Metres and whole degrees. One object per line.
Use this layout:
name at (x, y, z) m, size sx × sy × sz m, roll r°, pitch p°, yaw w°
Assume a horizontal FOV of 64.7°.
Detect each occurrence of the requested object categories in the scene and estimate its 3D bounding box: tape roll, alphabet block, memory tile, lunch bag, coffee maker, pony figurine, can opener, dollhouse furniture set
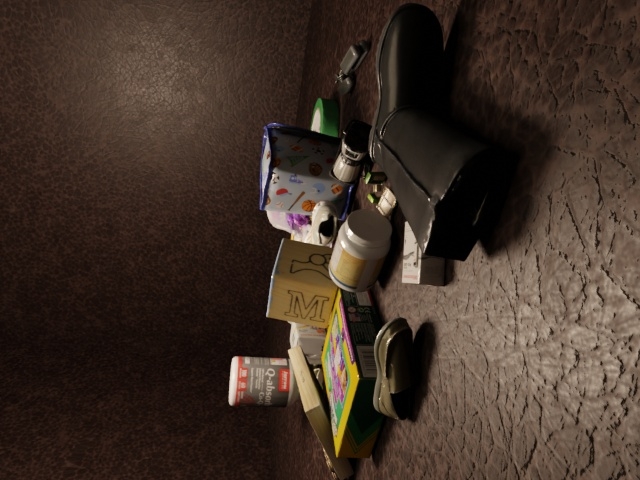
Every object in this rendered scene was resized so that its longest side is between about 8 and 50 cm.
tape roll at (0.011, -0.465, 2.251) m, size 0.321 × 0.077 × 0.322 m, roll -175°, pitch 90°, yaw -79°
alphabet block at (-0.049, 0.133, 1.590) m, size 0.192 × 0.197 × 0.194 m, roll -78°, pitch 0°, yaw -50°
memory tile at (0.049, 0.726, 1.573) m, size 0.113 × 0.012 × 0.148 m, roll -137°, pitch 22°, yaw -80°
lunch bag at (-0.056, -0.287, 1.871) m, size 0.386 × 0.327 × 0.239 m, roll -96°, pitch 20°, yaw -50°
coffee maker at (0.104, -0.292, 1.593) m, size 0.178 × 0.120 × 0.171 m, roll 113°, pitch 159°, yaw -57°
pony figurine at (-0.048, -0.047, 2.000) m, size 0.363 × 0.302 × 0.351 m, roll -130°, pitch 34°, yaw -55°
can opener at (0.117, -0.626, 1.835) m, size 0.093 × 0.074 × 0.280 m, roll 59°, pitch 167°, yaw 3°
dollhouse furniture set at (0.181, -0.127, 1.385) m, size 0.152 × 0.058 × 0.076 m, roll 59°, pitch 140°, yaw 39°

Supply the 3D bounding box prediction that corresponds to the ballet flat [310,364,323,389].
ballet flat at (-0.024, 0.530, 2.088) m, size 0.077 × 0.077 × 0.231 m, roll -47°, pitch 37°, yaw 38°

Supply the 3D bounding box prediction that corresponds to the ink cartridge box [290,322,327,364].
ink cartridge box at (-0.050, 0.408, 2.085) m, size 0.176 × 0.128 × 0.128 m, roll -113°, pitch 30°, yaw -65°

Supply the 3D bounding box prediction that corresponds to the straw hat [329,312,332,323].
straw hat at (0.013, 0.259, 1.981) m, size 0.061 × 0.144 × 0.145 m, roll -41°, pitch -19°, yaw -35°

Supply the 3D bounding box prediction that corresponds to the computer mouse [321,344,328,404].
computer mouse at (0.045, 0.474, 1.739) m, size 0.272 × 0.072 × 0.189 m, roll -121°, pitch 28°, yaw -88°

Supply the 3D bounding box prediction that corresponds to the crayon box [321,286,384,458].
crayon box at (0.094, 0.360, 1.425) m, size 0.363 × 0.105 × 0.313 m, roll -101°, pitch 18°, yaw -56°

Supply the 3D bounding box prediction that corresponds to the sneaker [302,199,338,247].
sneaker at (0.000, 0.000, 1.750) m, size 0.121 × 0.099 × 0.263 m, roll -116°, pitch 33°, yaw -63°

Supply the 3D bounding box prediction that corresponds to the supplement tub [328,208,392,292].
supplement tub at (0.109, 0.029, 1.374) m, size 0.144 × 0.144 × 0.200 m, roll -96°, pitch 16°, yaw -44°

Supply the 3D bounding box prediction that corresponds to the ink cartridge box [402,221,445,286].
ink cartridge box at (0.215, 0.025, 1.054) m, size 0.099 × 0.056 × 0.136 m, roll 163°, pitch 112°, yaw -77°

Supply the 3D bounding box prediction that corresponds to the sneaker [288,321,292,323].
sneaker at (-0.097, 0.252, 2.356) m, size 0.210 × 0.137 × 0.366 m, roll -112°, pitch 31°, yaw -72°

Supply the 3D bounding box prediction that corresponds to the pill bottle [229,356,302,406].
pill bottle at (-0.213, 0.622, 2.219) m, size 0.210 × 0.362 × 0.211 m, roll -176°, pitch 90°, yaw -80°

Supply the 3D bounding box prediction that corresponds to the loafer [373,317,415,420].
loafer at (0.177, 0.289, 1.119) m, size 0.087 × 0.094 × 0.251 m, roll 28°, pitch 126°, yaw 51°

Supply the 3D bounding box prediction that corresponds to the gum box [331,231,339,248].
gum box at (0.083, 0.050, 1.711) m, size 0.188 × 0.062 × 0.107 m, roll -115°, pitch 31°, yaw -69°

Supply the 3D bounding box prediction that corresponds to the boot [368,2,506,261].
boot at (0.208, -0.225, 0.954) m, size 0.445 × 0.146 × 0.367 m, roll -99°, pitch 11°, yaw -59°

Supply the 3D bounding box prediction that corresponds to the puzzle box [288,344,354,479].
puzzle box at (-0.007, 0.548, 1.670) m, size 0.272 × 0.052 × 0.409 m, roll 65°, pitch 176°, yaw -16°
